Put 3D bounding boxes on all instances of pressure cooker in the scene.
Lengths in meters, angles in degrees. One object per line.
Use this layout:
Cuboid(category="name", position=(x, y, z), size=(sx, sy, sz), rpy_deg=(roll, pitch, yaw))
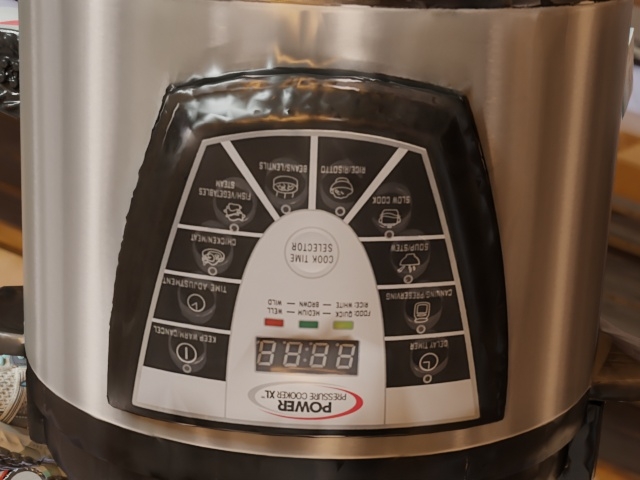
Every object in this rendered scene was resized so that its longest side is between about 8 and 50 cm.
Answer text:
Cuboid(category="pressure cooker", position=(0.002, -0.002, 0.846), size=(0.375, 0.370, 0.420), rpy_deg=(-11, -68, -40))

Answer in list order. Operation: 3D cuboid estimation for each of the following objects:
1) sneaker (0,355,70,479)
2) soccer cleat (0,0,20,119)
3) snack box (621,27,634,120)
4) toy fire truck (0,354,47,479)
Cuboid(category="sneaker", position=(-0.245, 0.127, 1.103), size=(0.283, 0.110, 0.122), rpy_deg=(22, -118, -44))
Cuboid(category="soccer cleat", position=(-0.348, -0.205, 1.327), size=(0.116, 0.318, 0.109), rpy_deg=(-30, -39, -64))
Cuboid(category="snack box", position=(0.251, -0.254, 1.797), size=(0.187, 0.322, 0.060), rpy_deg=(54, -126, -69))
Cuboid(category="toy fire truck", position=(-0.374, 0.186, 1.586), size=(0.217, 0.246, 0.158), rpy_deg=(-57, -9, -14))
